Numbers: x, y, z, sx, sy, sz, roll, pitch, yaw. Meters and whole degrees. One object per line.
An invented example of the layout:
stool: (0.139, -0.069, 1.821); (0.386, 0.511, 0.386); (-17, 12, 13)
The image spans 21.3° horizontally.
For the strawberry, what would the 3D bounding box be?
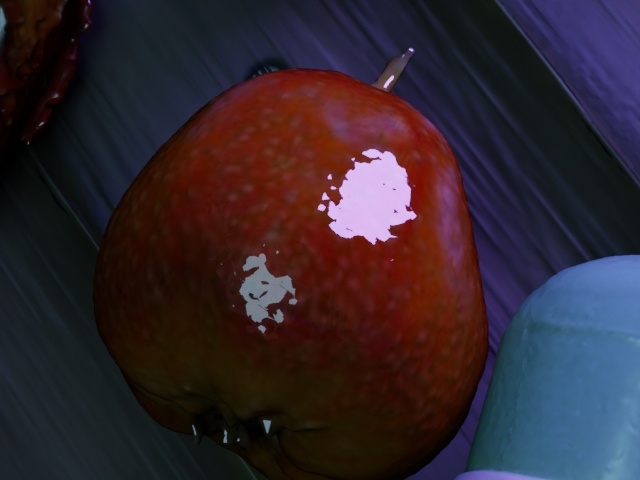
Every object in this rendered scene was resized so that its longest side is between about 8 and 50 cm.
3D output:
strawberry: (-0.190, -0.098, 0.923); (0.121, 0.082, 0.188); (23, 100, 36)

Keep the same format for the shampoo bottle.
shampoo bottle: (0.115, 0.174, 0.738); (0.151, 0.222, 0.349); (8, 72, 34)

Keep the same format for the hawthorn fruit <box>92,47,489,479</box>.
hawthorn fruit: (0.000, 0.000, 0.805); (0.197, 0.196, 0.225); (14, 67, 17)
